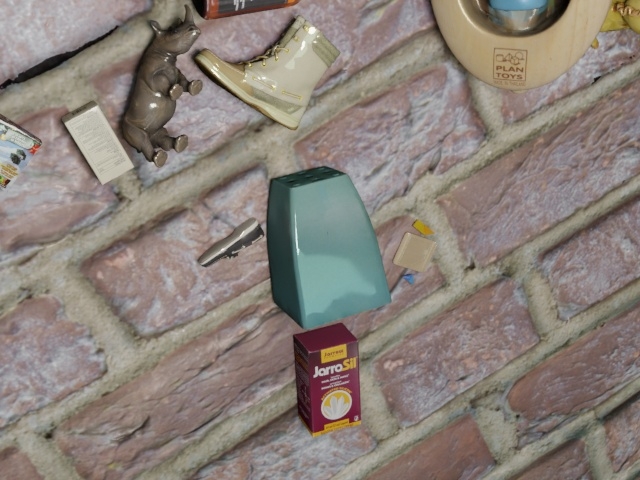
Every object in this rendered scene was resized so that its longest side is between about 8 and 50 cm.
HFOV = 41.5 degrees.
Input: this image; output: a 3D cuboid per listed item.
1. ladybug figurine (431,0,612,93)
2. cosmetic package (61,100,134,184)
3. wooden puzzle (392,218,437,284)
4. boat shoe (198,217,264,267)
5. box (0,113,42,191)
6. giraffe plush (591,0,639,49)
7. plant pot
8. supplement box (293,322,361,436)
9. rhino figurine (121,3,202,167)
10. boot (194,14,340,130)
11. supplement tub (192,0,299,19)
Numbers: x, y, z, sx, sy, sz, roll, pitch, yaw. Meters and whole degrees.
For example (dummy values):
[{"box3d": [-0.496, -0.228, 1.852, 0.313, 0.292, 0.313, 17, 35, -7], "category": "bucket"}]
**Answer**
[{"box3d": [0.331, -0.463, 1.377, 0.305, 0.162, 0.449, 9, 121, 19], "category": "ladybug figurine"}, {"box3d": [-0.344, -0.151, 1.308, 0.060, 0.041, 0.115, -30, 119, -11], "category": "cosmetic package"}, {"box3d": [0.182, 0.022, 1.627, 0.079, 0.014, 0.116, 26, 98, -25], "category": "wooden puzzle"}, {"box3d": [-0.152, 0.011, 1.457, 0.125, 0.046, 0.038, -39, 116, -15], "category": "boat shoe"}, {"box3d": [-0.498, -0.147, 1.249, 0.137, 0.027, 0.094, 36, 94, -31], "category": "box"}, {"box3d": [0.581, -0.434, 1.533, 0.210, 0.170, 0.181, -33, 120, -9], "category": "giraffe plush"}, {"box3d": [0.000, 0.000, 1.458, 0.166, 0.166, 0.234, -15, 107, -18], "category": "plant pot"}, {"box3d": [0.014, 0.265, 1.607, 0.104, 0.081, 0.188, -11, 114, -20], "category": "supplement box"}, {"box3d": [-0.240, -0.241, 1.288, 0.073, 0.106, 0.243, -1, 112, -56], "category": "rhino figurine"}, {"box3d": [-0.082, -0.292, 1.350, 0.213, 0.077, 0.165, 28, 97, -35], "category": "boot"}, {"box3d": [-0.095, -0.401, 1.284, 0.198, 0.106, 0.106, -14, 115, -19], "category": "supplement tub"}]
